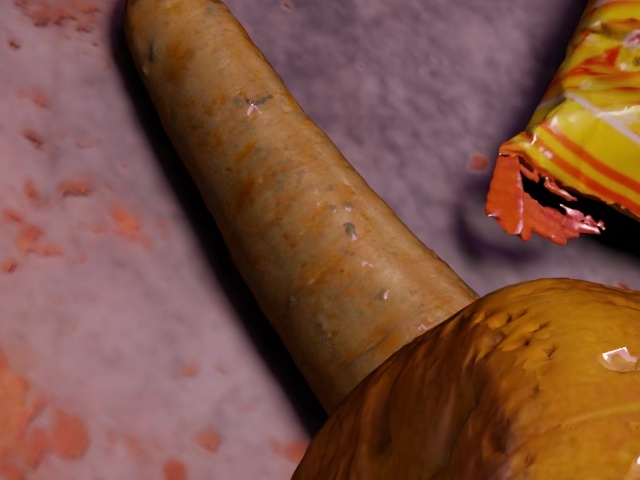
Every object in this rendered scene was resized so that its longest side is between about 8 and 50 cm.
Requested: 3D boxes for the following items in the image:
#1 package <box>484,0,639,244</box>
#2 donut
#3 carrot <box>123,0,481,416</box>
[{"bbox_3d":[0.190,-0.080,0.784,0.223,0.108,0.288,23,53,-13],"label":"package"},{"bbox_3d":[0.051,0.116,0.388,0.114,0.226,0.226,16,53,-14],"label":"donut"},{"bbox_3d":[0.000,0.000,0.654,0.078,0.078,0.298,-21,66,-38],"label":"carrot"}]
